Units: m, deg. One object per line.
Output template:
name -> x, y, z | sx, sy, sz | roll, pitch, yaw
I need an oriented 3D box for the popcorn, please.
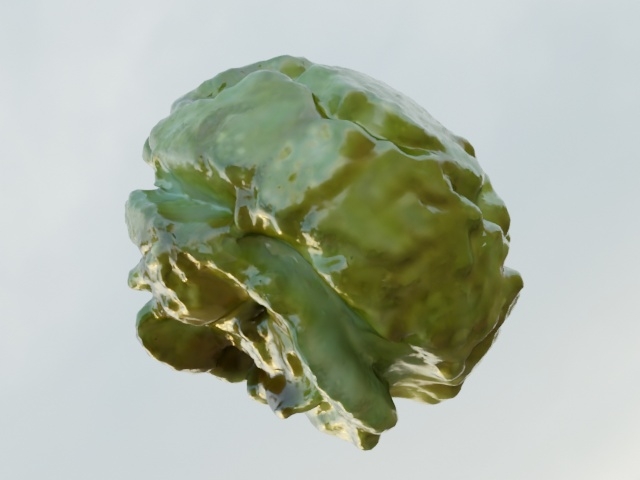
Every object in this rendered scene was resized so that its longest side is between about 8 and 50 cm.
popcorn -> 0.000, 0.000, 1.072 | 0.184, 0.221, 0.204 | -49, -22, -28
